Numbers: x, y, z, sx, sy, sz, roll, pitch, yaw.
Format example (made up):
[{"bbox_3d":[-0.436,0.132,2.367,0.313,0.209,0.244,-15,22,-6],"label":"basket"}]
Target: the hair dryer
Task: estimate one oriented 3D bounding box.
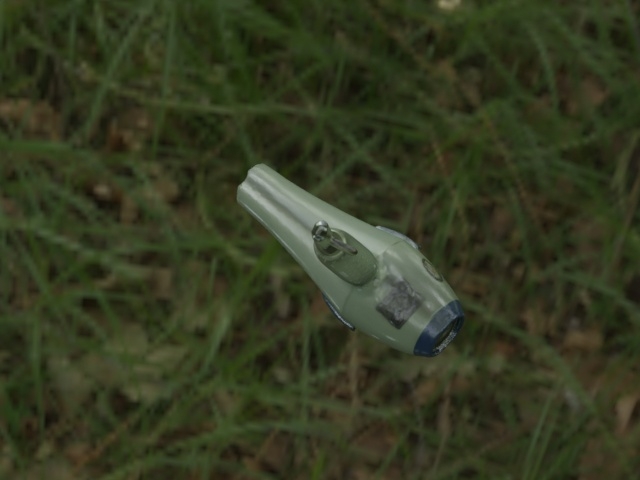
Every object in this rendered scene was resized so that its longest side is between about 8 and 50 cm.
[{"bbox_3d":[-0.010,-0.007,1.126,0.167,0.199,0.067,36,90,33],"label":"hair dryer"}]
